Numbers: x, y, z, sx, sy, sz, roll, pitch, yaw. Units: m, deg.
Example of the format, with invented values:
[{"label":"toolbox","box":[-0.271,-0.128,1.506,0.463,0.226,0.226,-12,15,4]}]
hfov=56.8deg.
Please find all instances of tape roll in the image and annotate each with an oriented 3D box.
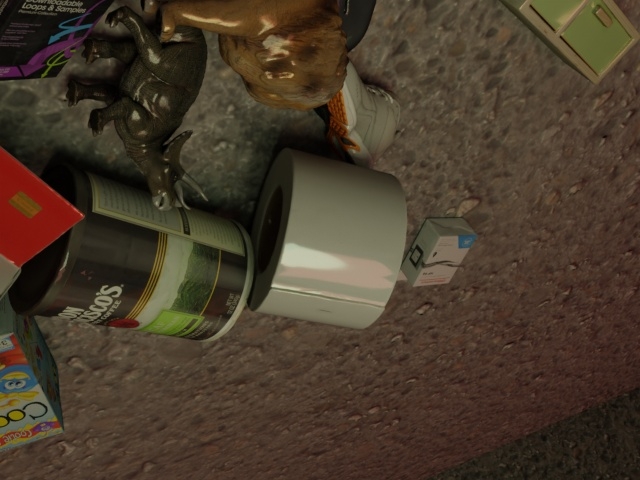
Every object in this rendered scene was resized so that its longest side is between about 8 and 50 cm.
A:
[{"label":"tape roll","box":[0.000,0.000,0.881,0.169,0.246,0.246,12,127,-18]}]

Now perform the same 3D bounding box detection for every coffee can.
[{"label":"coffee can","box":[-0.262,0.028,0.844,0.275,0.201,0.201,19,120,-42]}]

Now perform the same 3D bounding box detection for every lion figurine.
[{"label":"lion figurine","box":[-0.054,-0.319,0.603,0.240,0.142,0.392,-7,127,-27]}]

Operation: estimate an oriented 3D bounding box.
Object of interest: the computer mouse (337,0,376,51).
[{"label":"computer mouse","box":[0.015,-0.336,0.737,0.188,0.072,0.272,-15,138,-19]}]

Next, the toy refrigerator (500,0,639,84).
[{"label":"toy refrigerator","box":[0.389,-0.354,0.926,0.269,0.094,0.102,19,121,-41]}]

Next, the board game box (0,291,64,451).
[{"label":"board game box","box":[-0.507,0.191,0.909,0.142,0.144,0.275,-14,136,-17]}]

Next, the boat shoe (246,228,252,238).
[{"label":"boat shoe","box":[-0.052,-0.014,1.028,0.228,0.080,0.076,-2,118,-26]}]

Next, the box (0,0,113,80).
[{"label":"box","box":[-0.291,-0.228,0.619,0.162,0.029,0.116,-36,179,31]}]

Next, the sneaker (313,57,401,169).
[{"label":"sneaker","box":[0.060,-0.204,0.882,0.121,0.099,0.262,-41,157,-5]}]

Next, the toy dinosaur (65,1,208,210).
[{"label":"toy dinosaur","box":[-0.206,-0.200,0.734,0.160,0.121,0.314,1,112,-48]}]

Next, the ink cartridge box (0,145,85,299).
[{"label":"ink cartridge box","box":[-0.457,-0.042,0.634,0.261,0.066,0.296,-30,120,26]}]

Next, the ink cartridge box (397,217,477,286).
[{"label":"ink cartridge box","box":[0.244,0.038,1.267,0.104,0.060,0.180,-3,133,-29]}]
